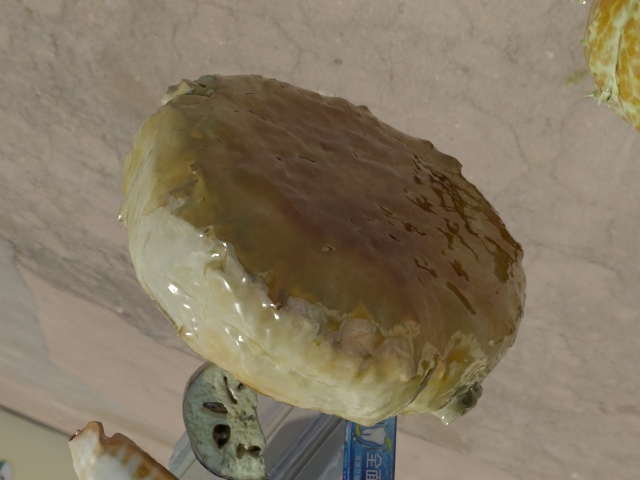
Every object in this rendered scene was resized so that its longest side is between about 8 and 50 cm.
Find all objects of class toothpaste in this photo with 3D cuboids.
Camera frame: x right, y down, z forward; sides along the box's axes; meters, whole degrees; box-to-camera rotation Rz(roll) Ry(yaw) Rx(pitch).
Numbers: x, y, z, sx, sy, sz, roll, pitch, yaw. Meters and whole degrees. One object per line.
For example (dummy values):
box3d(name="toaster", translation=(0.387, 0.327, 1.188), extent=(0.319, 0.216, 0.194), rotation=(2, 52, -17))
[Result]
box3d(name="toothpaste", translation=(0.068, 0.222, 0.978), extent=(0.066, 0.320, 0.076), rotation=(4, 162, -3))

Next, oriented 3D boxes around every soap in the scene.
box3d(name="soap", translation=(-0.109, 0.486, 1.537), extent=(0.350, 0.435, 0.213), rotation=(31, 167, 36))

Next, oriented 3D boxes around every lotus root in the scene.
box3d(name="lotus root", translation=(-0.167, 0.314, 1.270), extent=(0.138, 0.234, 0.119), rotation=(-16, 171, -7))

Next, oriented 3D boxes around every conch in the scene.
box3d(name="conch", translation=(-0.325, 0.422, 1.186), extent=(0.158, 0.127, 0.255), rotation=(-33, 107, 32))

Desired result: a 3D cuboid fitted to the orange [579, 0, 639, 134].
box3d(name="orange", translation=(0.456, -0.226, 0.791), extent=(0.329, 0.329, 0.249), rotation=(12, 128, 22))

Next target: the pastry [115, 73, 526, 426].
box3d(name="pastry", translation=(0.002, 0.004, 0.445), extent=(0.257, 0.236, 0.121), rotation=(47, 126, 21))

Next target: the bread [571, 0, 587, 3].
box3d(name="bread", translation=(0.262, -0.257, 0.679), extent=(0.083, 0.035, 0.070), rotation=(-13, 153, 28))
